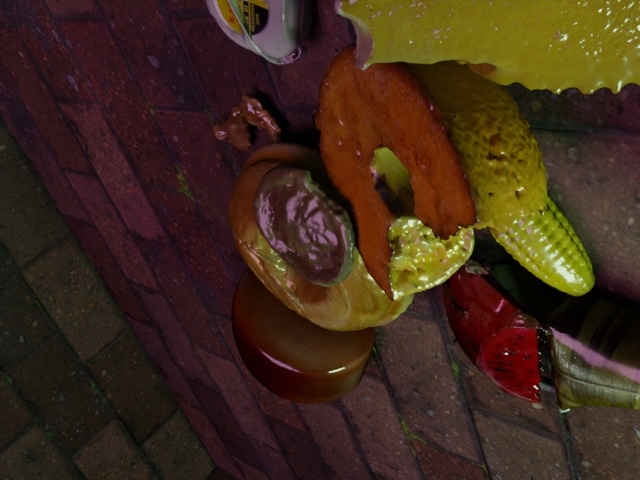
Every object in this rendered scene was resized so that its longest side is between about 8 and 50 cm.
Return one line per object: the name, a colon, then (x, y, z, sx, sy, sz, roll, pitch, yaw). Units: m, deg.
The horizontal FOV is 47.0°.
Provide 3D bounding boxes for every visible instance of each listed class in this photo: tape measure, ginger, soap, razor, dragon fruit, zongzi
tape measure: (-0.103, -0.411, 1.215, 0.197, 0.120, 0.236, 26, 139, 22)
ginger: (-0.149, -0.244, 1.540, 0.193, 0.052, 0.176, 25, 144, 19)
soap: (0.234, -0.225, 0.769, 0.339, 0.304, 0.169, 40, 155, 42)
razor: (0.406, 0.279, 1.466, 0.191, 0.037, 0.068, 17, 143, 43)
dragon fruit: (0.290, 0.156, 1.340, 0.282, 0.100, 0.343, 57, 175, 39)
zongzi: (0.500, 0.243, 1.202, 0.286, 0.134, 0.288, 29, 143, 38)

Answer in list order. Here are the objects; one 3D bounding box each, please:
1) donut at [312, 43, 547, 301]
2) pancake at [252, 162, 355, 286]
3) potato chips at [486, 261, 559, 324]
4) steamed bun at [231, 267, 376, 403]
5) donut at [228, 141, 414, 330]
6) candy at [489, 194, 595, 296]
donut: (0.150, -0.129, 1.111, 0.377, 0.164, 0.435, 67, 160, 7)
pancake: (-0.033, -0.022, 1.300, 0.222, 0.042, 0.236, -28, 94, 48)
potato chips: (0.380, 0.101, 1.308, 0.209, 0.026, 0.142, 26, 147, 34)
steamed bun: (-0.069, 0.239, 1.802, 0.379, 0.248, 0.235, 37, 148, 15)
donut: (0.000, 0.000, 1.493, 0.449, 0.198, 0.448, 29, 143, 25)
candy: (0.357, 0.011, 1.159, 0.106, 0.094, 0.199, -40, 98, 23)
